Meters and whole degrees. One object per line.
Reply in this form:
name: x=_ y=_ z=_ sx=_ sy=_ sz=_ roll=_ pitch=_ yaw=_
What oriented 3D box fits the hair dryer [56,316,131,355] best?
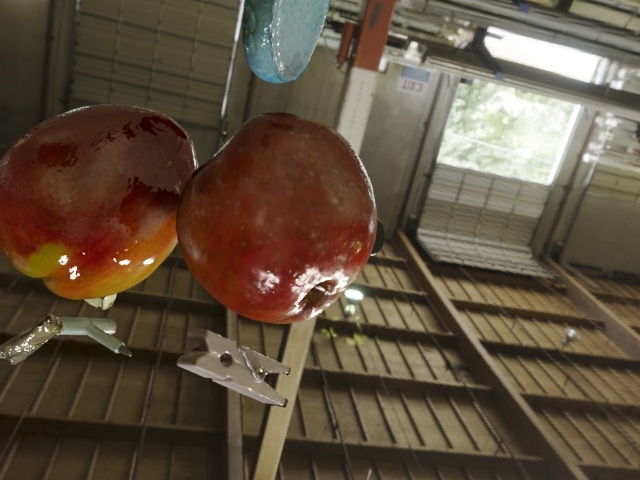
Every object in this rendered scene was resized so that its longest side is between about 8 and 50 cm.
hair dryer: x=-0.506 y=0.223 z=1.322 sx=0.183 sy=0.044 sz=0.155 roll=23 pitch=-173 yaw=38

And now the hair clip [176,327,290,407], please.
hair clip: x=-0.181 y=0.290 z=1.318 sx=0.085 sy=0.101 sz=0.331 roll=3 pitch=156 yaw=34

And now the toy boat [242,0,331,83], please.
toy boat: x=-0.083 y=-0.484 z=1.172 sx=0.123 sy=0.330 sz=0.215 roll=29 pitch=-136 yaw=19

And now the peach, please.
peach: x=-0.339 y=-0.070 z=0.911 sx=0.307 sy=0.308 sz=0.332 roll=29 pitch=-116 yaw=36

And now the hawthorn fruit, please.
hawthorn fruit: x=-0.062 y=-0.031 z=0.788 sx=0.284 sy=0.284 sz=0.284 roll=13 pitch=-161 yaw=-4

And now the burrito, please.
burrito: x=-0.597 y=0.206 z=1.186 sx=0.051 sy=0.171 sz=0.042 roll=49 pitch=-167 yaw=-29

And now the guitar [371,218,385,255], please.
guitar: x=0.000 y=0.001 z=1.188 sx=0.271 sy=0.084 sz=0.038 roll=-7 pitch=-157 yaw=-11

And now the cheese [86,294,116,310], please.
cheese: x=-0.529 y=0.039 z=1.194 sx=0.255 sy=0.127 sz=0.050 roll=37 pitch=-128 yaw=0
